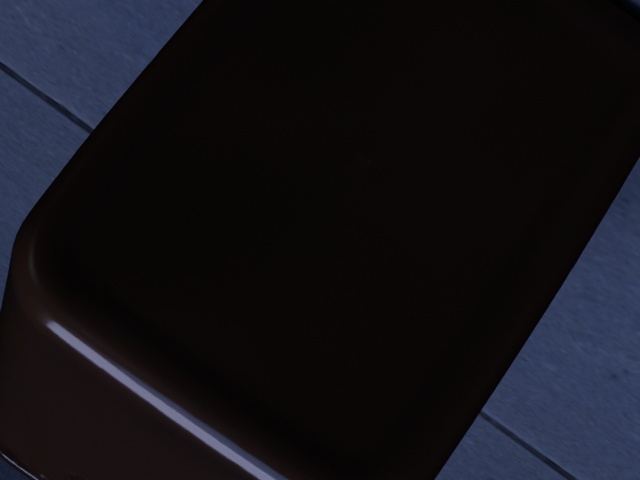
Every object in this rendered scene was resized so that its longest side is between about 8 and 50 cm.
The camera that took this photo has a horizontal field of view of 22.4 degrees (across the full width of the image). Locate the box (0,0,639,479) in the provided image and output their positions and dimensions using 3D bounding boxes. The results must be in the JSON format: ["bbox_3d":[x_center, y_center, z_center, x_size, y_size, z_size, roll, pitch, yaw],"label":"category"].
[{"bbox_3d":[0.000,0.000,0.861,0.239,0.339,0.229,35,155,3],"label":"box"}]
